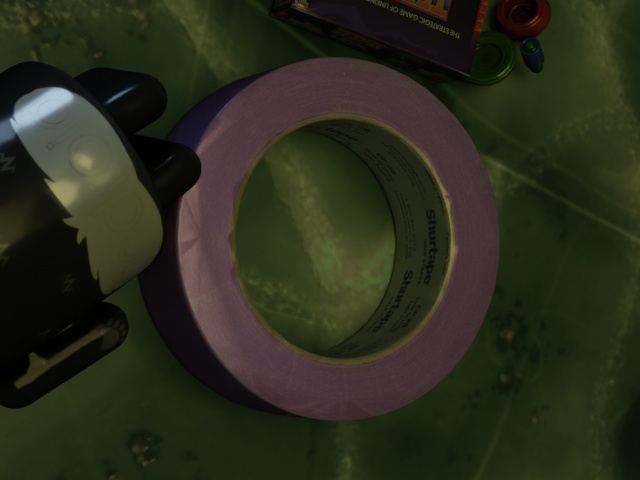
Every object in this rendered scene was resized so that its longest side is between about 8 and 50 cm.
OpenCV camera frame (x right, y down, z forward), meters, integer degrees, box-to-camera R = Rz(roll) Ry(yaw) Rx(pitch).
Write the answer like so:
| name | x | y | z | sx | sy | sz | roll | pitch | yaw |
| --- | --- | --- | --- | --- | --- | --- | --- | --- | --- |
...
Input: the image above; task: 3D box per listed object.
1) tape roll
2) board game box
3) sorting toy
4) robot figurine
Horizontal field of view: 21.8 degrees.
| name | x | y | z | sx | sy | sz | roll | pitch | yaw |
| --- | --- | --- | --- | --- | --- | --- | --- | --- | --- |
| tape roll | 0.000 | 0.000 | 1.283 | 0.275 | 0.090 | 0.274 | 2 | 87 | -26 |
| board game box | 0.057 | -0.221 | 1.343 | 0.170 | 0.048 | 0.141 | 18 | 79 | -25 |
| sorting toy | 0.161 | -0.162 | 1.398 | 0.102 | 0.061 | 0.042 | -52 | 152 | -11 |
| robot figurine | -0.220 | -0.012 | 1.130 | 0.278 | 0.173 | 0.209 | -37 | 79 | -23 |
